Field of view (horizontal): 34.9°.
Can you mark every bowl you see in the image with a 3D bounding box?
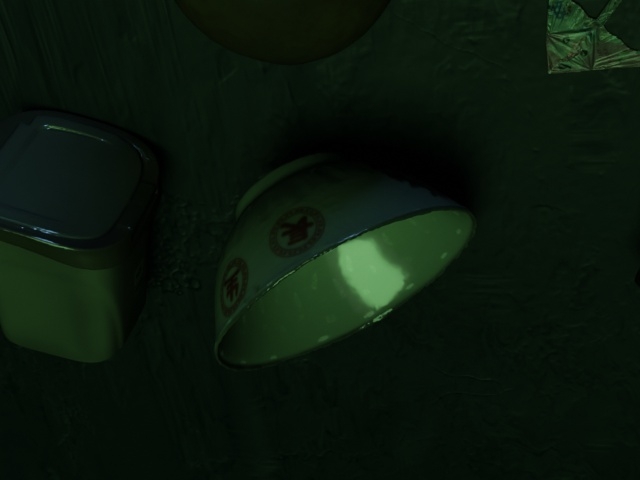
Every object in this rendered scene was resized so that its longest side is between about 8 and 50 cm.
[{"bbox_3d":[0.000,0.000,1.185,0.337,0.337,0.157,-43,66,35],"label":"bowl"}]

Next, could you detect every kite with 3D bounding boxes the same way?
[{"bbox_3d":[0.295,-0.227,1.069,0.137,0.005,0.152,36,126,-14],"label":"kite"}]

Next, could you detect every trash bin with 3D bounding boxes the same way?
[{"bbox_3d":[-0.321,0.006,1.287,0.219,0.220,0.250,15,134,7],"label":"trash bin"}]

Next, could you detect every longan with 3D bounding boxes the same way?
[{"bbox_3d":[-0.040,-0.296,0.961,0.258,0.258,0.258,7,126,10],"label":"longan"}]

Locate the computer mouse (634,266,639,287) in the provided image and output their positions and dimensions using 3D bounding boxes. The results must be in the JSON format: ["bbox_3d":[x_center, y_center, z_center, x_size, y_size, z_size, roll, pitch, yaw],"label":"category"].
[{"bbox_3d":[0.437,-0.027,1.124,0.147,0.088,0.264,1,126,-6],"label":"computer mouse"}]
